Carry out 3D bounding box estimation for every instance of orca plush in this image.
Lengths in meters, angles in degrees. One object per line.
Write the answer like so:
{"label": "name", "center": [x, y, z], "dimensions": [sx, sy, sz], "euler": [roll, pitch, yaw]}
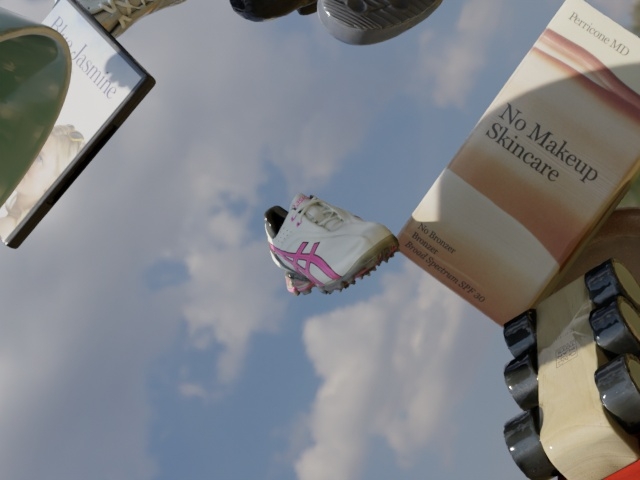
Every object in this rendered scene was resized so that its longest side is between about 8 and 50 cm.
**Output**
{"label": "orca plush", "center": [0.025, -0.357, 1.731], "dimensions": [0.287, 0.102, 0.151], "euler": [-18, -47, -21]}

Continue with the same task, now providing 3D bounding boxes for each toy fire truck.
{"label": "toy fire truck", "center": [0.260, 0.177, 1.102], "dimensions": [0.158, 0.246, 0.217], "euler": [-36, 20, 24]}

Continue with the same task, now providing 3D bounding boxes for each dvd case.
{"label": "dvd case", "center": [-0.318, -0.138, 1.482], "dimensions": [0.253, 0.180, 0.022], "euler": [-49, -31, 7]}

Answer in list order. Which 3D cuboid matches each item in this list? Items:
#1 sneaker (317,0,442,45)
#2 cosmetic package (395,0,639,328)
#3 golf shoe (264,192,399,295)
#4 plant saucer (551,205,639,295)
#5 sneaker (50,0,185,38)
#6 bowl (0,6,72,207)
{"label": "sneaker", "center": [0.084, -0.272, 1.448], "dimensions": [0.319, 0.112, 0.131], "euler": [-45, -10, -45]}
{"label": "cosmetic package", "center": [0.221, -0.070, 1.267], "dimensions": [0.296, 0.153, 0.129], "euler": [-56, -13, 7]}
{"label": "golf shoe", "center": [0.000, 0.000, 1.126], "dimensions": [0.067, 0.186, 0.086], "euler": [-36, -79, -25]}
{"label": "plant saucer", "center": [0.429, 0.107, 1.720], "dimensions": [0.310, 0.311, 0.050], "euler": [-65, 4, -24]}
{"label": "sneaker", "center": [-0.255, -0.314, 1.712], "dimensions": [0.099, 0.262, 0.121], "euler": [52, -146, -29]}
{"label": "bowl", "center": [-0.343, -0.078, 0.933], "dimensions": [0.311, 0.163, 0.311], "euler": [-48, -6, -7]}
